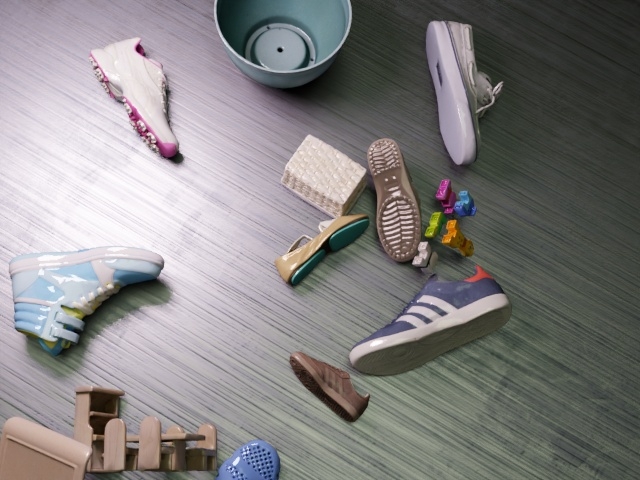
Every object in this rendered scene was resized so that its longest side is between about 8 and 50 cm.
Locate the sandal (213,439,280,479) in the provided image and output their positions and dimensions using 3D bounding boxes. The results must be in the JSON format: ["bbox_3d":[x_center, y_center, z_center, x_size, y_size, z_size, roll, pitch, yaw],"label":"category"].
[{"bbox_3d":[-0.185,0.518,1.664,0.126,0.138,0.317,33,71,9],"label":"sandal"}]

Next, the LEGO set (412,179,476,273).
[{"bbox_3d":[0.285,-0.017,1.873,0.087,0.093,0.227,-5,50,41],"label":"LEGO set"}]

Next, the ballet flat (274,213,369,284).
[{"bbox_3d":[0.000,0.000,1.876,0.232,0.080,0.073,-37,64,-16],"label":"ballet flat"}]

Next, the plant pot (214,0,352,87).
[{"bbox_3d":[-0.086,-0.459,1.949,0.292,0.196,0.293,1,73,-4],"label":"plant pot"}]

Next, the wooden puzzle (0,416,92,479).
[{"bbox_3d":[-0.528,0.473,1.637,0.220,0.044,0.239,13,88,29],"label":"wooden puzzle"}]

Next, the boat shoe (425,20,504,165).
[{"bbox_3d":[0.346,-0.339,1.989,0.156,0.136,0.367,-4,63,-9],"label":"boat shoe"}]

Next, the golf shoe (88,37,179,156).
[{"bbox_3d":[-0.383,-0.325,1.931,0.140,0.115,0.306,-33,79,-17],"label":"golf shoe"}]

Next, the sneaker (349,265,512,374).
[{"bbox_3d":[0.213,0.160,1.827,0.349,0.131,0.148,-20,53,-4],"label":"sneaker"}]

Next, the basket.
[{"bbox_3d":[0.010,-0.139,1.903,0.167,0.103,0.113,33,74,5],"label":"basket"}]

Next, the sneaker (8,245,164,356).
[{"bbox_3d":[-0.471,0.127,1.775,0.318,0.127,0.208,-6,71,4],"label":"sneaker"}]

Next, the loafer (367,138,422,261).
[{"bbox_3d":[0.171,-0.088,1.906,0.101,0.092,0.269,-9,87,20],"label":"loafer"}]

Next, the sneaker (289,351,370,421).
[{"bbox_3d":[0.019,0.288,1.799,0.188,0.066,0.071,45,58,4],"label":"sneaker"}]

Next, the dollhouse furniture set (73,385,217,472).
[{"bbox_3d":[-0.342,0.357,1.668,0.242,0.212,0.161,-8,73,21],"label":"dollhouse furniture set"}]
